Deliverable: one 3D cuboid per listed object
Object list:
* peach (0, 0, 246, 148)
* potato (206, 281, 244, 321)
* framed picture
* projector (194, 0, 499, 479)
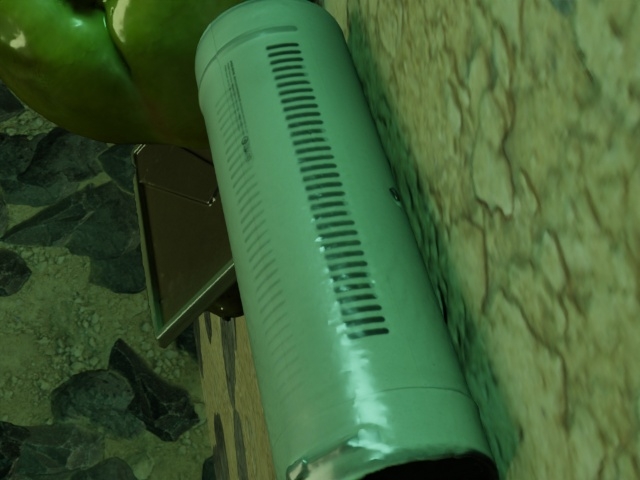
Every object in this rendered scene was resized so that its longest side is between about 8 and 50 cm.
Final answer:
[{"bbox_3d":[-0.169,-0.229,0.843,0.315,0.282,0.314,-101,4,-63],"label":"peach"},{"bbox_3d":[-0.104,-0.017,1.074,0.251,0.113,0.149,-102,9,-57],"label":"potato"},{"bbox_3d":[-0.114,-0.063,0.986,0.211,0.020,0.289,-43,41,23],"label":"framed picture"},{"bbox_3d":[0.000,0.000,0.561,0.108,0.108,0.337,97,163,-49],"label":"projector"}]
